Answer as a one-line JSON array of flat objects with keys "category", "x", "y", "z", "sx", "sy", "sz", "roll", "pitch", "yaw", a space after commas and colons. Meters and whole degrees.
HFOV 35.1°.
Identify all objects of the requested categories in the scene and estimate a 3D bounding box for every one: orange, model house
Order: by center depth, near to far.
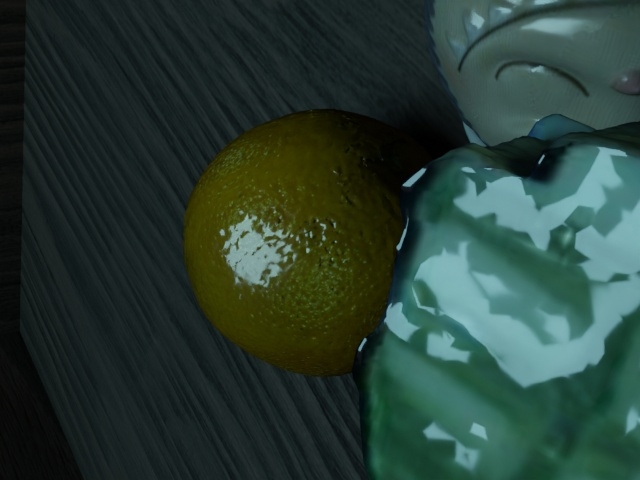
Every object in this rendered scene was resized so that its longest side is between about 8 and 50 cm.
[{"category": "model house", "x": 0.225, "y": 0.056, "z": 0.482, "sx": 0.295, "sy": 0.329, "sz": 0.251, "roll": 25, "pitch": 121, "yaw": 27}, {"category": "orange", "x": 0.000, "y": 0.000, "z": 1.002, "sx": 0.274, "sy": 0.274, "sz": 0.274, "roll": 29, "pitch": 125, "yaw": 54}]

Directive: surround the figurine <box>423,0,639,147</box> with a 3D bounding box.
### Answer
[{"category": "figurine", "x": 0.151, "y": -0.129, "z": 0.704, "sx": 0.361, "sy": 0.266, "sz": 0.377, "roll": -127, "pitch": 38, "yaw": -47}]
